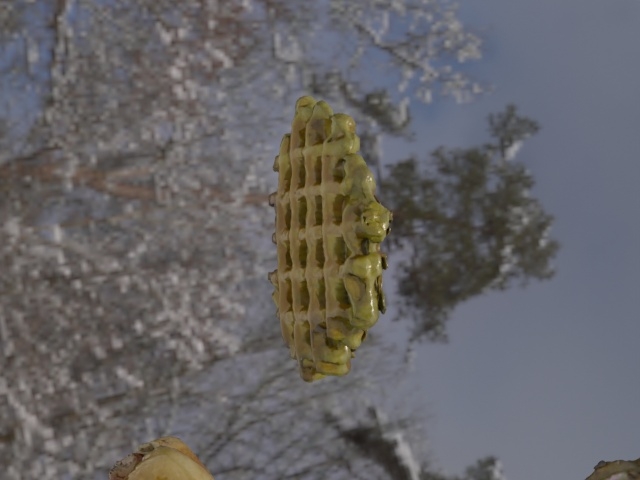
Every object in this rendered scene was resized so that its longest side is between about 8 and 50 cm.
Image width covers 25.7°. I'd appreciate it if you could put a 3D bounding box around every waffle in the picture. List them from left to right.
[{"bbox_3d":[-0.002,0.000,1.407,0.291,0.051,0.291,179,-90,-66],"label":"waffle"}]

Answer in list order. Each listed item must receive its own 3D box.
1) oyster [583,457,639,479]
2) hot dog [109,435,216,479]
[{"bbox_3d":[0.164,0.261,1.012,0.096,0.361,0.221,48,-37,9],"label":"oyster"},{"bbox_3d":[-0.040,0.221,0.795,0.249,0.076,0.102,56,-13,-15],"label":"hot dog"}]
